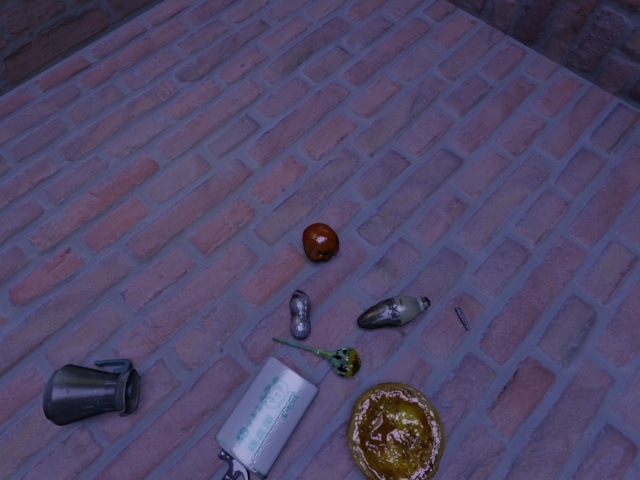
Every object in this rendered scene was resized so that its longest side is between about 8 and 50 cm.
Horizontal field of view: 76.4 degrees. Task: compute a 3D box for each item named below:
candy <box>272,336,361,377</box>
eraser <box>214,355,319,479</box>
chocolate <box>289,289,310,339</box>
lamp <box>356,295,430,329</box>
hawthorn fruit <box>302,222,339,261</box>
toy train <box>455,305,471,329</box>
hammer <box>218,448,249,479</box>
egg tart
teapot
[{"bbox_3d":[-0.018,0.365,1.316,0.304,0.083,0.091,12,82,15],"label":"candy"},{"bbox_3d":[-0.157,0.521,1.218,0.189,0.104,0.290,29,68,17],"label":"eraser"},{"bbox_3d":[-0.068,0.248,1.360,0.072,0.072,0.167,-3,65,-1],"label":"chocolate"},{"bbox_3d":[0.241,0.238,1.347,0.249,0.101,0.101,-15,66,-3],"label":"lamp"},{"bbox_3d":[0.000,0.000,1.446,0.132,0.133,0.138,-25,57,-11],"label":"hawthorn fruit"},{"bbox_3d":[0.482,0.265,1.378,0.017,0.017,0.083,-20,66,-6],"label":"toy train"},{"bbox_3d":[-0.310,0.757,1.143,0.137,0.037,0.290,31,68,15],"label":"hammer"},{"bbox_3d":[0.214,0.567,1.187,0.289,0.115,0.291,-1,63,2],"label":"egg tart"},{"bbox_3d":[-0.679,0.449,1.234,0.224,0.171,0.203,0,34,-7],"label":"teapot"}]
